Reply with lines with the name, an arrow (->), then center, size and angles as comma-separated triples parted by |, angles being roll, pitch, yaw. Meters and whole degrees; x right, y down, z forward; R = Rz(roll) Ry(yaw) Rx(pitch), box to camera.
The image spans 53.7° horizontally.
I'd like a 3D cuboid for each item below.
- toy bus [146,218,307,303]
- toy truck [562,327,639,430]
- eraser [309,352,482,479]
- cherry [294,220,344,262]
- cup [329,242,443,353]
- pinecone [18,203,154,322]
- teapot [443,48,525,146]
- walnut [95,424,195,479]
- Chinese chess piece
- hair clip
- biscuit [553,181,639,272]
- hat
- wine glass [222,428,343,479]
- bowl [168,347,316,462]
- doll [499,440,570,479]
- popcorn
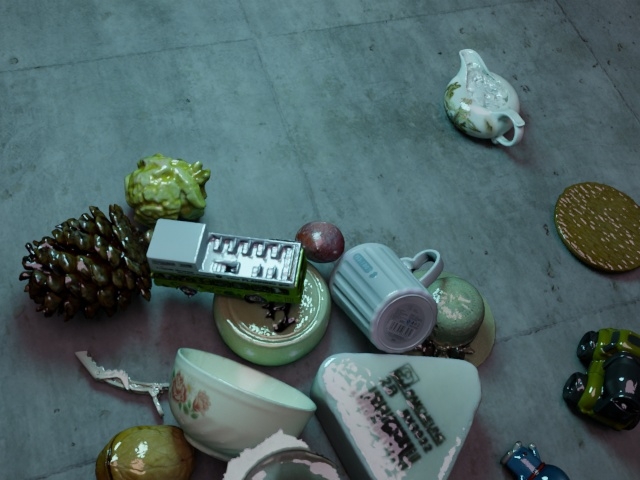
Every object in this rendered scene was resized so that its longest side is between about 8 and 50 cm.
toy bus -> -0.181, 0.043, 1.236 | 0.301, 0.139, 0.113 | 7, 61, 4
toy truck -> 0.625, 0.279, 1.328 | 0.147, 0.165, 0.224 | 26, 60, 6
eraser -> 0.120, 0.339, 1.227 | 0.331, 0.150, 0.331 | 3, 60, -5
cherry -> 0.000, 0.000, 1.378 | 0.107, 0.225, 0.090 | 1, 95, 2
cup -> 0.143, 0.097, 1.286 | 0.167, 0.221, 0.202 | 28, 11, -29
pinecone -> -0.453, 0.052, 1.261 | 0.272, 0.224, 0.224 | -27, 68, -7
teapot -> 0.436, -0.361, 1.670 | 0.204, 0.139, 0.298 | -22, 66, -22
walnut -> -0.311, 0.397, 1.118 | 0.144, 0.180, 0.144 | -9, 74, 31
Chinese chess piece -> -0.101, 0.138, 1.331 | 0.250, 0.101, 0.250 | 4, 60, -6
hair clip -> -0.390, 0.280, 1.245 | 0.226, 0.034, 0.072 | 19, 61, 3
biscuit -> 0.707, -0.034, 1.587 | 0.262, 0.037, 0.262 | 3, 61, -6
hat -> 0.274, 0.151, 1.365 | 0.257, 0.130, 0.257 | 3, 61, -6
wine glass -> -0.055, 0.463, 1.029 | 0.238, 0.323, 0.238 | 4, 59, -7
bowl -> -0.157, 0.311, 1.150 | 0.277, 0.277, 0.145 | 24, 83, 4
doll -> 0.430, 0.469, 1.244 | 0.114, 0.085, 0.152 | -31, 60, -35
popcorn -> -0.329, -0.109, 1.390 | 0.187, 0.185, 0.167 | -30, 87, -31
